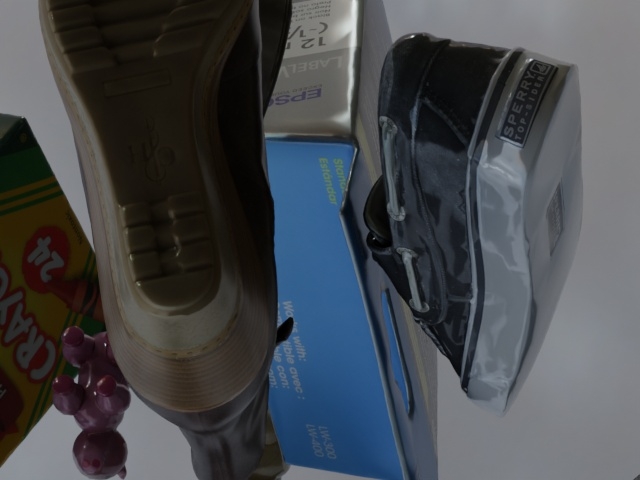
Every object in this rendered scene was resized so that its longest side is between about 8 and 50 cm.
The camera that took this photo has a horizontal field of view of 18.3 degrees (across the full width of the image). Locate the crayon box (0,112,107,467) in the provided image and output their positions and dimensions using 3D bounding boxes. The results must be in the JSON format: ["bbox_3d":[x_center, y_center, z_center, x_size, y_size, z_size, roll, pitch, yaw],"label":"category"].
[{"bbox_3d":[-0.287,0.083,1.405,0.318,0.081,0.202,-52,-44,-32],"label":"crayon box"}]

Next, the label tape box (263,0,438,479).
[{"bbox_3d":[0.000,0.000,1.234,0.347,0.115,0.249,-82,-19,-57],"label":"label tape box"}]

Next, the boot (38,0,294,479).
[{"bbox_3d":[-0.062,-0.033,0.865,0.090,0.207,0.248,-4,-113,1],"label":"boot"}]

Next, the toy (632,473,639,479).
[{"bbox_3d":[0.242,0.216,1.303,0.137,0.237,0.056,42,-166,-16],"label":"toy"}]

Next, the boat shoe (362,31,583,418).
[{"bbox_3d":[0.074,-0.005,1.049,0.102,0.301,0.108,19,-114,16],"label":"boat shoe"}]

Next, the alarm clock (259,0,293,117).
[{"bbox_3d":[-0.059,-0.085,1.006,0.064,0.129,0.192,17,-173,-20],"label":"alarm clock"}]

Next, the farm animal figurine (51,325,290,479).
[{"bbox_3d":[-0.109,0.223,1.338,0.330,0.172,0.326,-30,-123,-7],"label":"farm animal figurine"}]
